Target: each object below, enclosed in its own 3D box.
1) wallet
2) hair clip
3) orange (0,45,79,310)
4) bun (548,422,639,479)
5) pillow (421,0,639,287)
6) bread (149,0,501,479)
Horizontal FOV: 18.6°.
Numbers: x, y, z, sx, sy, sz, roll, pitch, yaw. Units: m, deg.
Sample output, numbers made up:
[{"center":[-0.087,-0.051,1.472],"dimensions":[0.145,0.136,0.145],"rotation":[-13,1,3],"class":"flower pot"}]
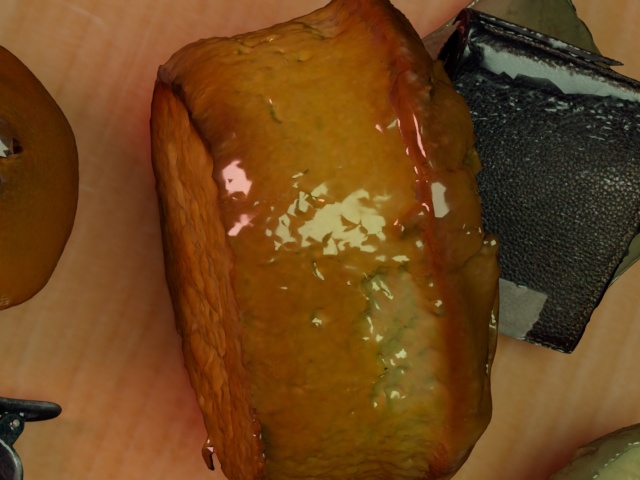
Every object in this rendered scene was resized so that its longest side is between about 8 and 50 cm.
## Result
[{"center":[0.171,-0.048,1.678],"dimensions":[0.221,0.071,0.262],"rotation":[17,109,-15],"class":"wallet"},{"center":[-0.329,0.091,1.511],"dimensions":[0.275,0.048,0.083],"rotation":[37,60,-18],"class":"hair clip"},{"center":[-0.294,-0.058,1.452],"dimensions":[0.249,0.183,0.249],"rotation":[7,76,-29],"class":"orange"},{"center":[0.279,0.288,1.731],"dimensions":[0.259,0.152,0.259],"rotation":[7,76,-31],"class":"bun"},{"center":[0.206,-0.098,1.743],"dimensions":[0.185,0.075,0.302],"rotation":[-40,106,-15],"class":"pillow"},{"center":[0.000,0.000,1.492],"dimensions":[0.215,0.398,0.398],"rotation":[-11,94,-13],"class":"bread"}]
